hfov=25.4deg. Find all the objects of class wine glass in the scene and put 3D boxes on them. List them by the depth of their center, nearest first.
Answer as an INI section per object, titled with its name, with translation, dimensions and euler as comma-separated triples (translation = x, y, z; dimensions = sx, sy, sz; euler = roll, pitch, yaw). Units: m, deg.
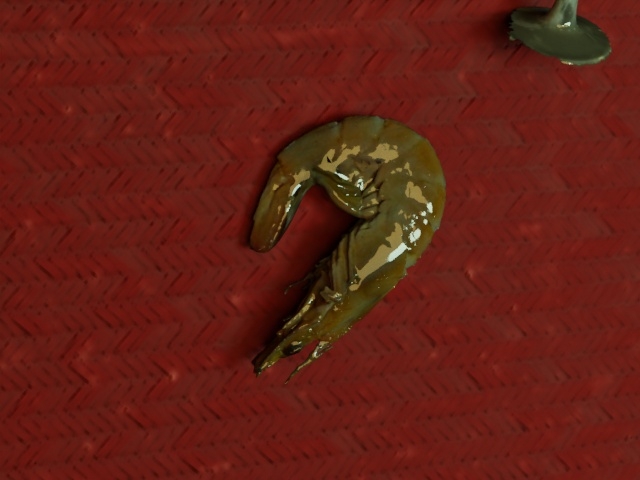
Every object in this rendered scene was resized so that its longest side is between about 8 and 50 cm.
[wine glass]
translation = 0.150, -0.192, 0.743
dimensions = 0.066, 0.066, 0.198
euler = -2, 129, -18

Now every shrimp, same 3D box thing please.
[shrimp]
translation = 0.001, 0.000, 0.785
dimensions = 0.095, 0.045, 0.162
euler = 42, 87, -19
